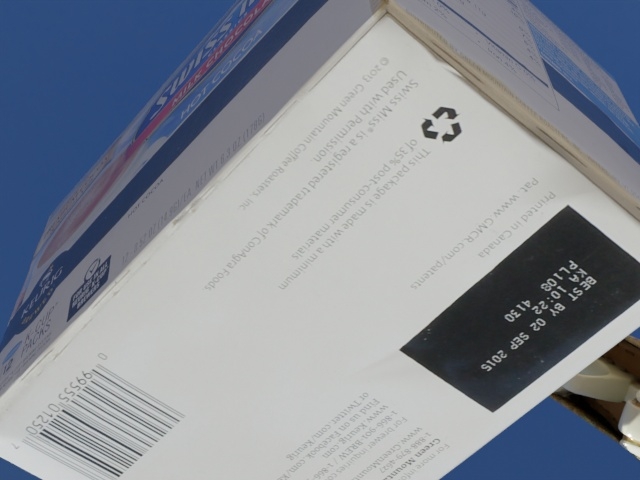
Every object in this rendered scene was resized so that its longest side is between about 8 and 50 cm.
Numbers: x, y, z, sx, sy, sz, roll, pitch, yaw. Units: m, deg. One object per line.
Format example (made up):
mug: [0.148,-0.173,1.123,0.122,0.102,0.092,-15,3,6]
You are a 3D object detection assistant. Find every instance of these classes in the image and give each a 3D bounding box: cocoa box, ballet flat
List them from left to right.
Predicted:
cocoa box: [0.000,0.000,0.678,0.231,0.347,0.228,35,-152,-23]
ballet flat: [0.295,0.147,1.084,0.123,0.123,0.348,-33,-136,-21]
